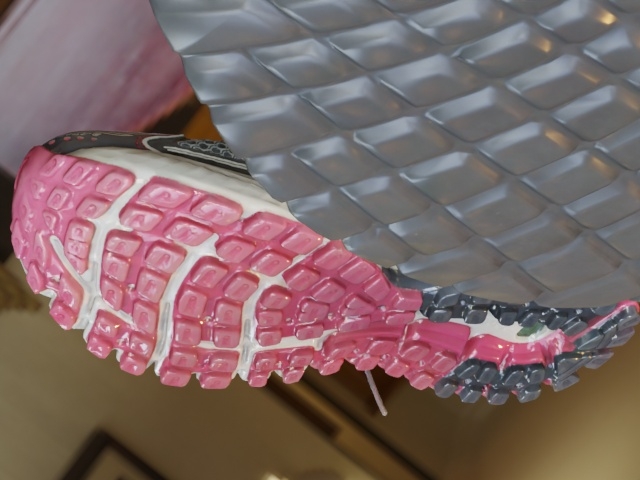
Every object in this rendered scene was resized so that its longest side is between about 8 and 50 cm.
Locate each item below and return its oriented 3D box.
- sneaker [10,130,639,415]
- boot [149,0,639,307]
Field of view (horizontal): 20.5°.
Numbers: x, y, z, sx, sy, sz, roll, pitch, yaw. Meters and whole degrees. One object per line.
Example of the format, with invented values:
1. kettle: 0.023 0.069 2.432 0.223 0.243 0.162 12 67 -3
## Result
1. sneaker: 0.000 0.000 0.804 0.121 0.299 0.112 -50 -138 39
2. boot: -0.002 -0.141 0.359 0.118 0.338 0.222 -25 -132 30
